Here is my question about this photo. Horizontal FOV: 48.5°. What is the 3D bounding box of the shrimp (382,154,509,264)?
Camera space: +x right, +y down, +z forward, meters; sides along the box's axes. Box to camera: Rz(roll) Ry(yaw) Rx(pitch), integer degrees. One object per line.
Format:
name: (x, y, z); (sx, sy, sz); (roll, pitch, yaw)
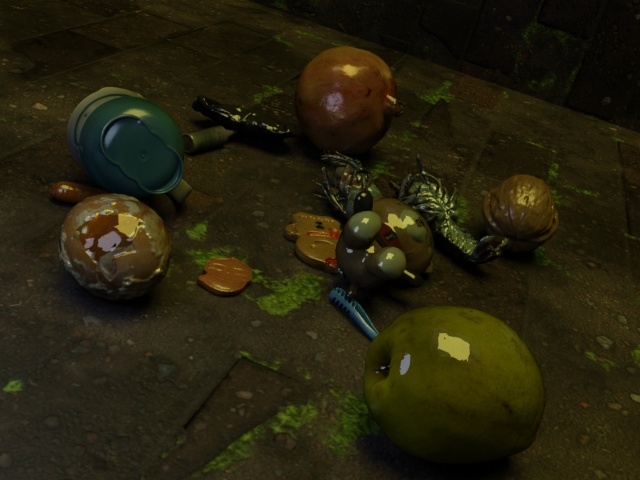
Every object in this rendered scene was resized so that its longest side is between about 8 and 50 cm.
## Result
shrimp: (0.298, -0.073, 1.805); (0.221, 0.166, 0.410); (-6, 48, -37)

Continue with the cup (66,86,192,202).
cup: (-0.405, -0.192, 1.578); (0.289, 0.219, 0.258); (46, -8, -34)

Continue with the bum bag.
bum bag: (-0.220, -0.343, 2.063); (0.327, 0.079, 0.142); (19, 3, 5)

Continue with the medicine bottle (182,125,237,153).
medicine bottle: (-0.298, -0.284, 1.960); (0.058, 0.057, 0.199); (31, 32, 25)

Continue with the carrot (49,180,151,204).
carrot: (-0.483, -0.096, 1.570); (0.216, 0.048, 0.048); (7, 30, -24)

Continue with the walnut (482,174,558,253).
walnut: (0.521, -0.072, 1.854); (0.213, 0.213, 0.213); (12, 30, -7)

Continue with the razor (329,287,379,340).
razor: (0.102, 0.170, 1.395); (0.082, 0.042, 0.253); (14, 20, -49)

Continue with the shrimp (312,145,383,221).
shrimp: (0.073, -0.154, 1.806); (0.137, 0.172, 0.372); (-14, 48, -33)

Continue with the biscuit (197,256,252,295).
biscuit: (-0.192, 0.070, 1.446); (0.102, 0.019, 0.130); (20, 29, 5)

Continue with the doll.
doll: (0.137, 0.014, 1.545); (0.235, 0.174, 0.330); (52, 30, 8)

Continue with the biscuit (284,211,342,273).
biscuit: (0.000, 0.000, 1.644); (0.166, 0.036, 0.225); (11, 30, -12)

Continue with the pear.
pear: (0.221, 0.234, 1.148); (0.307, 0.252, 0.253); (20, 28, -14)

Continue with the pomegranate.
pomegranate: (0.094, -0.412, 2.092); (0.338, 0.338, 0.338); (12, 30, -7)

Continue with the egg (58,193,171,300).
egg: (-0.376, 0.008, 1.293); (0.195, 0.194, 0.233); (-16, 46, -43)
